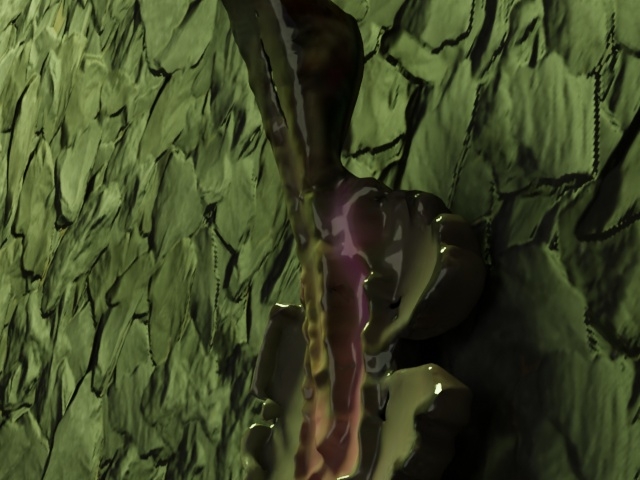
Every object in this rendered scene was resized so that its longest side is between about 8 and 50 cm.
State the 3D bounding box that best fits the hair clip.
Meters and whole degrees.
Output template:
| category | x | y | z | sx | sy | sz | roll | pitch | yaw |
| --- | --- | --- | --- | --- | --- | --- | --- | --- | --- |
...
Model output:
| category | x | y | z | sx | sy | sz | roll | pitch | yaw |
| --- | --- | --- | --- | --- | --- | --- | --- | --- | --- |
| hair clip | 0.006 | -0.001 | 0.904 | 0.173 | 0.069 | 0.300 | -36 | 56 | 53 |
